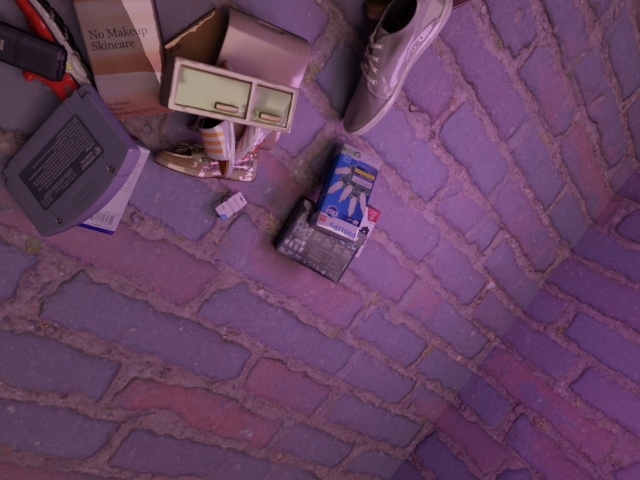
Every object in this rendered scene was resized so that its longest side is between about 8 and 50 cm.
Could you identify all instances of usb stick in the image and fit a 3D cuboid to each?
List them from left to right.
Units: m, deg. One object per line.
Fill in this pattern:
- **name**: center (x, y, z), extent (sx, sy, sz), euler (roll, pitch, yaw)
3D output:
- **usb stick**: center (-0.611, -0.375, 0.927), extent (0.278, 0.045, 0.077), euler (19, 125, -17)

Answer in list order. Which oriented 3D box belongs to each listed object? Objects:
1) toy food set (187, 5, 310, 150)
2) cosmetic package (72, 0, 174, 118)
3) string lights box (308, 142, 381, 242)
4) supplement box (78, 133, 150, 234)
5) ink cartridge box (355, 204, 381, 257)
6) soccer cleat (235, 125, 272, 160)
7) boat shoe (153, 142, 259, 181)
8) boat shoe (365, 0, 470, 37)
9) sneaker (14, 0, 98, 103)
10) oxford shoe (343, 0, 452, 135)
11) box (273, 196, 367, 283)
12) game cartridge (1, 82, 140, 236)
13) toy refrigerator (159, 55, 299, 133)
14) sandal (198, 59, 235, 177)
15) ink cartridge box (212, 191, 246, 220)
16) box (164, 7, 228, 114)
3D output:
- **toy food set**: center (-0.178, -0.385, 1.251), extent (0.219, 0.092, 0.306), euler (10, 113, -34)
- **cosmetic package**: center (-0.402, -0.416, 1.040), extent (0.153, 0.129, 0.296), euler (-12, 122, -10)
- **string lights box**: center (0.073, -0.138, 1.495), extent (0.133, 0.077, 0.260), euler (22, 78, -17)
- **supplement box**: center (-0.497, -0.143, 1.160), extent (0.111, 0.114, 0.220), euler (20, 104, -39)
- **ink cartridge box**: center (0.100, -0.043, 1.654), extent (0.127, 0.072, 0.175), euler (15, 106, -39)
- **soccer cleat**: center (-0.156, -0.276, 1.238), extent (0.196, 0.068, 0.076), euler (-43, 103, 10)
- **boat shoe**: center (-0.284, -0.209, 1.285), extent (0.285, 0.104, 0.089), euler (0, 111, -46)
- **boat shoe**: center (0.283, -0.641, 1.420), extent (0.342, 0.123, 0.123), euler (-23, 134, -17)
- **sneaker**: center (-0.546, -0.367, 1.009), extent (0.118, 0.107, 0.279), euler (-25, 124, -8)
- **oxford shoe**: center (0.167, -0.481, 1.348), extent (0.130, 0.169, 0.449), euler (8, 133, -33)
- **box**: center (0.000, 0.000, 1.559), extent (0.232, 0.059, 0.183), euler (29, 99, -15)
- **game cartridge**: center (-0.515, -0.150, 1.048), extent (0.297, 0.062, 0.198), euler (-37, 93, 18)
- **toy refrigerator**: center (-0.188, -0.304, 1.066), extent (0.269, 0.094, 0.102), euler (6, 106, -31)
- **sandal**: center (-0.244, -0.277, 1.163), extent (0.076, 0.102, 0.265), euler (-7, 114, -25)
- **ink cartridge box**: center (-0.253, -0.100, 1.407), extent (0.083, 0.028, 0.048), euler (-37, 131, -11)
- **box**: center (-0.284, -0.424, 1.207), extent (0.201, 0.021, 0.164), euler (-40, 133, -11)
